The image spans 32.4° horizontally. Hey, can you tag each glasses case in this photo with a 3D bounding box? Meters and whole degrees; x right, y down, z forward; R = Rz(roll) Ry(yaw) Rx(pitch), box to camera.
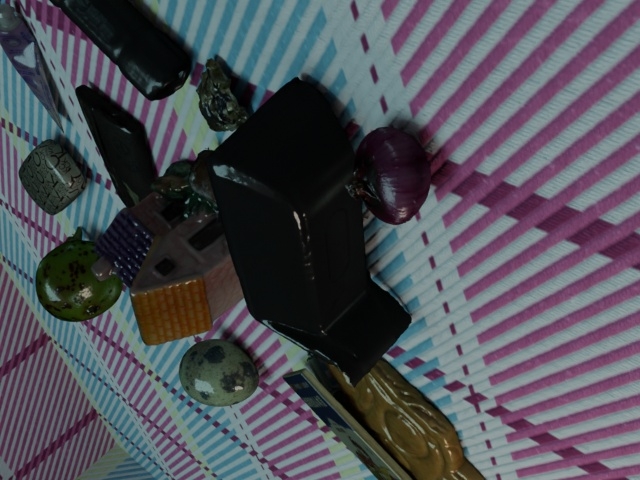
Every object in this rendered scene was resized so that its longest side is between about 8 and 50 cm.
[{"bbox_3d":[-0.602,-0.137,2.454,0.137,0.085,0.355,55,157,-7],"label":"glasses case"}]

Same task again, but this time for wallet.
[{"bbox_3d":[-0.368,-0.141,2.061,0.170,0.044,0.321,36,154,26],"label":"wallet"}]

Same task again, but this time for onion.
[{"bbox_3d":[0.074,-0.072,1.255,0.115,0.104,0.115,47,148,41],"label":"onion"}]

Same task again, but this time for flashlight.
[{"bbox_3d":[-0.353,-0.363,1.616,0.424,0.103,0.103,46,157,12],"label":"flashlight"}]

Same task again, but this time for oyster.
[{"bbox_3d":[-0.144,-0.190,1.553,0.103,0.051,0.148,50,169,19],"label":"oyster"}]

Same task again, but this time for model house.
[{"bbox_3d":[-0.251,0.024,1.843,0.237,0.237,0.202,43,159,18],"label":"model house"}]

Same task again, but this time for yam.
[{"bbox_3d":[-0.136,-0.084,1.668,0.141,0.079,0.079,28,149,39],"label":"yam"}]

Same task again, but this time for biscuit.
[{"bbox_3d":[0.132,0.310,1.818,0.376,0.051,0.269,46,156,12],"label":"biscuit"}]

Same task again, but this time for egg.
[{"bbox_3d":[-0.210,0.277,2.295,0.182,0.141,0.141,10,138,31],"label":"egg"}]

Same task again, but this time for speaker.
[{"bbox_3d":[0.000,0.000,1.430,0.184,0.180,0.388,30,152,27],"label":"speaker"}]

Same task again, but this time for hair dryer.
[{"bbox_3d":[0.001,0.249,1.992,0.124,0.038,0.063,59,157,-7],"label":"hair dryer"}]

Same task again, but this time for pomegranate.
[{"bbox_3d":[-0.585,0.080,2.632,0.211,0.211,0.263,80,164,-50],"label":"pomegranate"}]

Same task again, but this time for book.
[{"bbox_3d":[0.059,0.350,1.945,0.322,0.018,0.228,46,165,0],"label":"book"}]

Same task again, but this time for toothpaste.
[{"bbox_3d":[-0.558,-0.332,2.121,0.075,0.048,0.301,25,151,26],"label":"toothpaste"}]
